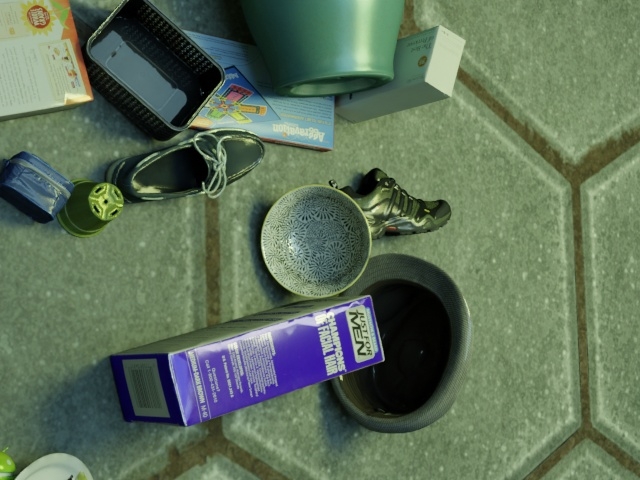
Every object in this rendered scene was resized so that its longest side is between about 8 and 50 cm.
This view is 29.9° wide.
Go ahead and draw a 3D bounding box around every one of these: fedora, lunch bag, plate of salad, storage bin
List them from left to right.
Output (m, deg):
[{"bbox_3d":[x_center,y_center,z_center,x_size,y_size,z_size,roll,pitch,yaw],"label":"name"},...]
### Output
[{"bbox_3d":[-0.383,-0.076,1.593,0.098,0.067,0.065,38,65,-24],"label":"lunch bag"},{"bbox_3d":[-0.347,0.375,1.543,0.200,0.048,0.200,-14,106,-58],"label":"plate of salad"},{"bbox_3d":[-0.240,-0.240,1.681,0.180,0.084,0.122,41,70,-14],"label":"storage bin"},{"bbox_3d":[0.136,0.162,1.856,0.124,0.243,0.275,11,90,-62],"label":"fedora"}]

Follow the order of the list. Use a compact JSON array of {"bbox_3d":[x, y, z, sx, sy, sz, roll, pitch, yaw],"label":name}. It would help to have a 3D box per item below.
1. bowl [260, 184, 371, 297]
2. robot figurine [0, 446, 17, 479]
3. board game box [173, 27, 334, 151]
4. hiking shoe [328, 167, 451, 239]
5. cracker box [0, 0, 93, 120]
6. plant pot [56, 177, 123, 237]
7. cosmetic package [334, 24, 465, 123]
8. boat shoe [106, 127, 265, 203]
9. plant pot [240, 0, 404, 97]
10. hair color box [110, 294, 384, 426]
[{"bbox_3d":[0.000,0.000,1.825,0.080,0.170,0.170,-11,91,-78],"label":"bowl"},{"bbox_3d":[-0.425,0.318,1.520,0.101,0.067,0.115,15,77,-45],"label":"robot figurine"},{"bbox_3d":[-0.099,-0.226,1.831,0.281,0.027,0.145,7,79,-34],"label":"board game box"},{"bbox_3d":[0.118,-0.063,1.927,0.227,0.086,0.114,-8,93,-34],"label":"hiking shoe"},{"bbox_3d":[-0.432,-0.236,1.577,0.232,0.067,0.156,-15,93,-36],"label":"cracker box"},{"bbox_3d":[-0.308,-0.048,1.635,0.083,0.079,0.083,4,83,-35],"label":"plant pot"},{"bbox_3d":[0.115,-0.254,1.853,0.060,0.239,0.099,23,72,-31],"label":"cosmetic package"},{"bbox_3d":[-0.180,-0.108,1.720,0.254,0.079,0.095,-12,103,-33],"label":"boat shoe"},{"bbox_3d":[0.005,-0.349,1.766,0.271,0.271,0.255,-4,87,-35],"label":"plant pot"},{"bbox_3d":[-0.100,0.166,1.691,0.338,0.185,0.110,-16,94,-34],"label":"hair color box"}]
